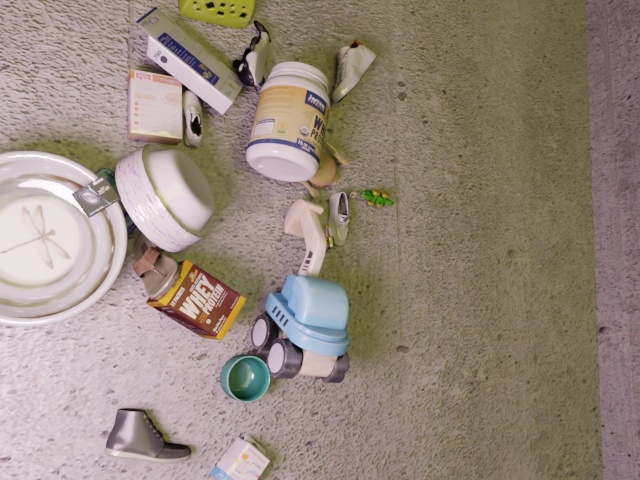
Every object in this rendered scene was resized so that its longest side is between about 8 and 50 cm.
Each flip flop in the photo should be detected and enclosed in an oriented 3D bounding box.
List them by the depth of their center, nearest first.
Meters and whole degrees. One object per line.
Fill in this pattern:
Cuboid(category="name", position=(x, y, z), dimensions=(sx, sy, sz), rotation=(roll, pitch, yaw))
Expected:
Cuboid(category="flip flop", position=(-0.439, 0.054, 1.302), dimensions=(0.112, 0.277, 0.080), rotation=(-48, 134, 3))

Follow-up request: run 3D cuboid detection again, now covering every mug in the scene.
Cuboid(category="mug", position=(-0.213, 0.399, 1.474), dimensions=(0.157, 0.097, 0.130), rotation=(19, 73, -27))

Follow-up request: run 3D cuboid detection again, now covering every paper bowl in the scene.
Cuboid(category="paper bowl", position=(-0.386, -0.124, 1.333), dimensions=(0.148, 0.284, 0.284), rotation=(-29, 100, 10))

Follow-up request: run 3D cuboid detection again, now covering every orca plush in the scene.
Cuboid(category="orca plush", position=(-0.233, -0.589, 1.608), dimensions=(0.102, 0.151, 0.287), rotation=(0, 65, 8))

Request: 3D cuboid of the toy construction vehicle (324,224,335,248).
Cuboid(category="toy construction vehicle", position=(0.000, 0.000, 1.699), dimensions=(0.085, 0.035, 0.098), rotation=(-8, 84, -20))

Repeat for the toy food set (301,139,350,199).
Cuboid(category="toy food set", position=(-0.001, -0.241, 1.734), dimensions=(0.132, 0.038, 0.192), rotation=(46, 69, -9))

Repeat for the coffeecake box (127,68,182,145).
Cuboid(category="coffeecake box", position=(-0.475, -0.379, 1.456), dimensions=(0.142, 0.068, 0.186), rotation=(2, 82, -30))

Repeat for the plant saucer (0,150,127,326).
Cuboid(category="plant saucer", position=(-0.667, -0.003, 1.185), dimensions=(0.400, 0.100, 0.401), rotation=(2, 85, -24))

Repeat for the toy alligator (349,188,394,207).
Cuboid(category="toy alligator", position=(0.180, -0.161, 1.817), dimensions=(0.189, 0.056, 0.051), rotation=(10, 36, -27))

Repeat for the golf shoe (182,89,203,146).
Cuboid(category="golf shoe", position=(-0.372, -0.370, 1.505), dimensions=(0.069, 0.086, 0.176), rotation=(-7, 84, -29))

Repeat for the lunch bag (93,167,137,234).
Cuboid(category="lunch bag", position=(-0.579, -0.068, 1.339), dimensions=(0.176, 0.090, 0.219), rotation=(48, 64, -18))

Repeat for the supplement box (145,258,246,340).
Cuboid(category="supplement box", position=(-0.341, 0.164, 1.380), dimensions=(0.194, 0.191, 0.129), rotation=(37, 67, -20))

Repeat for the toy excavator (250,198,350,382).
Cuboid(category="toy excavator", position=(-0.032, 0.137, 1.521), dimensions=(0.222, 0.433, 0.445), rotation=(17, 101, -32))

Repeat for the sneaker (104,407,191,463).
Cuboid(category="sneaker", position=(-0.438, 0.512, 1.335), dimensions=(0.222, 0.083, 0.118), rotation=(18, 73, -26))

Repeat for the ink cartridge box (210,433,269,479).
Cuboid(category="ink cartridge box", position=(-0.222, 0.634, 1.438), dimensions=(0.092, 0.090, 0.143), rotation=(46, 64, -16))

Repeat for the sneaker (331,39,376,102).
Cuboid(category="sneaker", position=(0.088, -0.605, 1.807), dimensions=(0.123, 0.106, 0.290), rotation=(38, 56, -13))

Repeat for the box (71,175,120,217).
Cuboid(category="box", position=(-0.526, -0.102, 1.190), dimensions=(0.083, 0.018, 0.067), rotation=(-37, 102, -22))

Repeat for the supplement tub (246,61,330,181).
Cuboid(category="supplement tub", position=(-0.094, -0.366, 1.582), dimensions=(0.228, 0.228, 0.316), rotation=(17, 74, -27))

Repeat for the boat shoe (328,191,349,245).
Cuboid(category="boat shoe", position=(0.070, -0.076, 1.729), dimensions=(0.066, 0.063, 0.184), rotation=(8, 78, -29))

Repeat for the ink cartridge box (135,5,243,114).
Cuboid(category="ink cartridge box", position=(-0.385, -0.528, 1.494), dimensions=(0.332, 0.065, 0.165), rotation=(38, 35, -20))

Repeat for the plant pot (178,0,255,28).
Cuboid(category="plant pot", position=(-0.300, -0.815, 1.544), dimensions=(0.227, 0.207, 0.228), rotation=(-2, 82, -30))
